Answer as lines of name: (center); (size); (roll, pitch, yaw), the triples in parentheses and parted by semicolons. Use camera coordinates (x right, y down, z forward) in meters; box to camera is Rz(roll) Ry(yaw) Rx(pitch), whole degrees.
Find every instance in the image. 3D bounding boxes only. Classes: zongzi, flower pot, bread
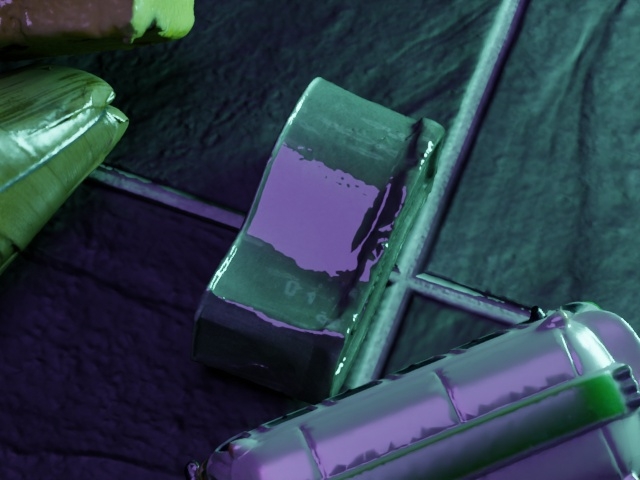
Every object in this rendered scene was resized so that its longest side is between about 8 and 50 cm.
zongzi: (-0.269, -0.087, 1.384); (0.115, 0.256, 0.228); (14, 57, 43)
flower pot: (0.000, 0.000, 1.415); (0.108, 0.103, 0.229); (20, 65, 8)
bread: (-0.274, -0.162, 1.433); (0.361, 0.138, 0.077); (-4, 91, 11)

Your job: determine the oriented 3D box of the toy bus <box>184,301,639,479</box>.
toy bus: (0.080, 0.144, 1.287); (0.305, 0.179, 0.143); (-20, 80, -11)
